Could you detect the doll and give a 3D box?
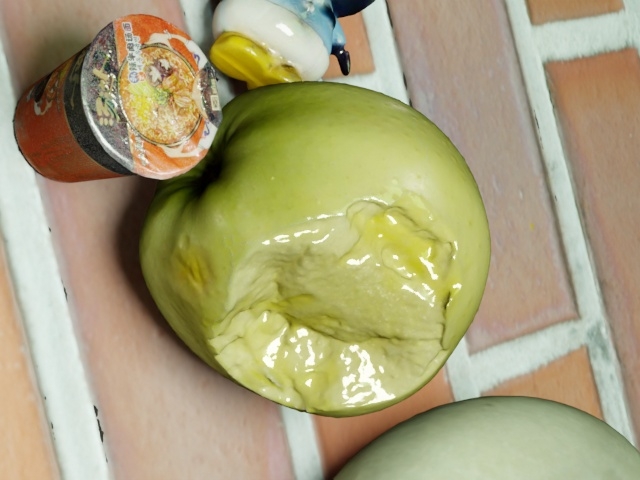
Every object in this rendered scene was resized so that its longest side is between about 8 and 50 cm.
[{"bbox_3d":[0.002,-0.268,1.286,0.177,0.141,0.314,35,64,-27],"label":"doll"}]

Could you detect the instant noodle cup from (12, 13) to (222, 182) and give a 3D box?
[{"bbox_3d":[-0.166,-0.098,1.106,0.127,0.136,0.127,9,77,-40],"label":"instant noodle cup"}]

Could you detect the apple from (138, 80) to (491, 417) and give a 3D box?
[{"bbox_3d":[0.000,0.000,1.154,0.279,0.279,0.279,9,76,-40],"label":"apple"}]

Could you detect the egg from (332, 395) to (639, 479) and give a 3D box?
[{"bbox_3d":[0.146,0.264,1.231,0.352,0.258,0.258,-3,84,-36],"label":"egg"}]
